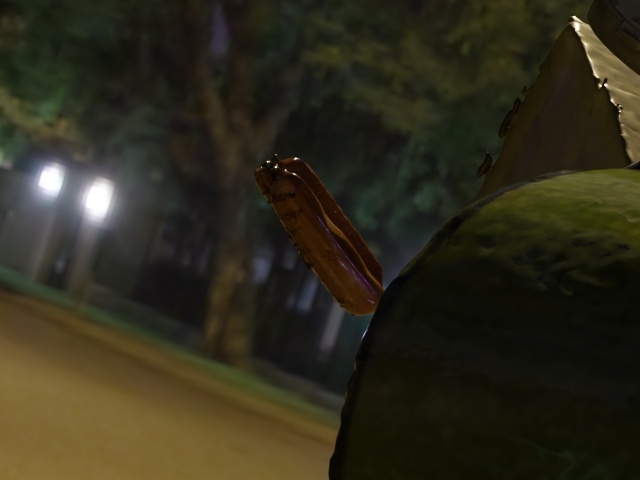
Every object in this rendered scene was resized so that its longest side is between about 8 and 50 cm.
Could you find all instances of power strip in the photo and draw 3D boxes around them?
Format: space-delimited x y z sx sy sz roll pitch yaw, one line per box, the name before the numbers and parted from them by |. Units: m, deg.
power strip | 0.251 -0.156 1.150 0.080 0.029 0.227 43 47 19

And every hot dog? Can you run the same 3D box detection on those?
hot dog | 0.000 0.000 1.036 0.122 0.037 0.049 53 15 -30

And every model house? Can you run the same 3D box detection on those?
model house | 0.280 0.019 1.443 0.266 0.261 0.321 14 34 -15

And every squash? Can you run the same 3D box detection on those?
squash | 0.209 0.116 0.697 0.310 0.310 0.309 17 -11 -36
